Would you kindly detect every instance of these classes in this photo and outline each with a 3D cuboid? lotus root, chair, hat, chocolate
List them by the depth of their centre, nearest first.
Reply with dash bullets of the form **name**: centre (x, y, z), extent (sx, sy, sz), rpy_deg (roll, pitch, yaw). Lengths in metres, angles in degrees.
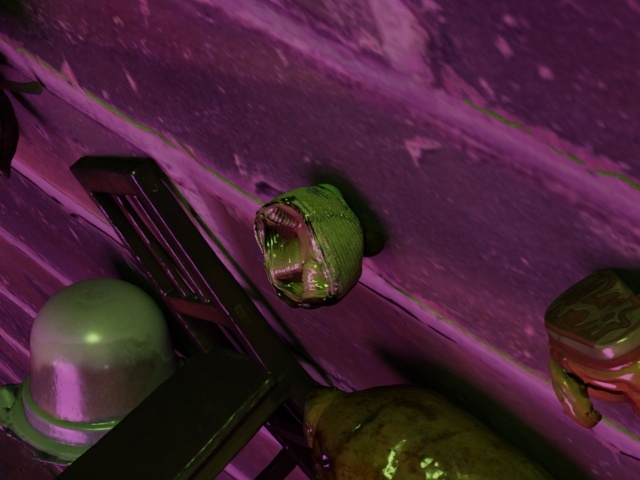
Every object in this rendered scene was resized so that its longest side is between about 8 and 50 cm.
- **hat**: centre (0.000, 0.001, 1.046), extent (0.077, 0.059, 0.076), rpy_deg (-8, 108, 62)
- **lotus root**: centre (0.079, 0.179, 1.141), extent (0.260, 0.128, 0.145), rpy_deg (37, 170, 31)
- **chair**: centre (-0.133, 0.163, 1.398), extent (0.416, 0.240, 0.203), rpy_deg (51, 164, -18)
- **chocolate**: centre (-0.224, 0.112, 1.628), extent (0.221, 0.221, 0.147), rpy_deg (23, 130, 51)

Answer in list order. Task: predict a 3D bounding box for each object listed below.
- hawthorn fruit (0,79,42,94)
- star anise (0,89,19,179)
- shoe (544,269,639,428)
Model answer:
- **hawthorn fruit**: centre (-0.367, -0.158, 1.226), extent (0.231, 0.235, 0.263), rpy_deg (-117, 5, -68)
- **star anise**: centre (-0.347, -0.136, 1.472), extent (0.236, 0.093, 0.229), rpy_deg (24, 151, 46)
- **shoe**: centre (0.147, 0.059, 0.815), extent (0.069, 0.072, 0.109), rpy_deg (54, 161, -8)
